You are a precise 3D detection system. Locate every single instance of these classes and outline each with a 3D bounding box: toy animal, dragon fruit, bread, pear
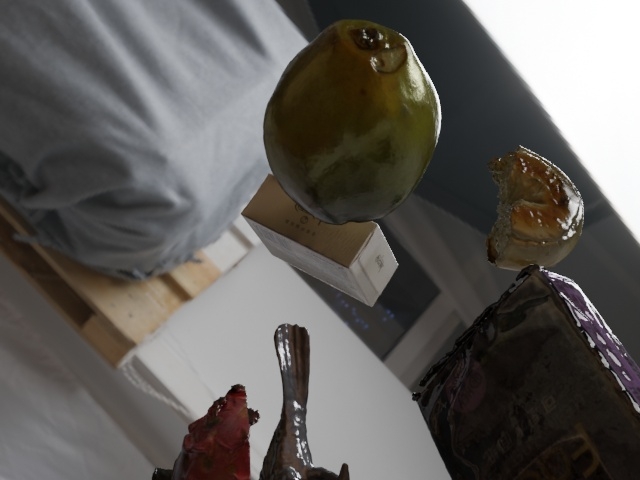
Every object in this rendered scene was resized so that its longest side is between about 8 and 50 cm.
[{"bbox_3d":[-0.032,0.306,1.080,0.206,0.081,0.367,16,-83,61],"label":"toy animal"},{"bbox_3d":[-0.165,0.329,1.314,0.274,0.126,0.161,-97,-165,-51],"label":"dragon fruit"},{"bbox_3d":[0.461,-0.055,1.808,0.171,0.192,0.314,105,-8,-49],"label":"bread"},{"bbox_3d":[0.046,-0.172,1.281,0.269,0.269,0.321,-43,144,-44],"label":"pear"}]

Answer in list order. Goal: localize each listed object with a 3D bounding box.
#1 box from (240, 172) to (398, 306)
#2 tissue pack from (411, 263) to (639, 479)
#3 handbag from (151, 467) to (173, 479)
[{"bbox_3d":[0.000,0.000,1.619,0.111,0.260,0.194,-59,154,-14],"label":"box"},{"bbox_3d":[0.270,0.242,0.931,0.122,0.361,0.259,14,126,-34],"label":"tissue pack"},{"bbox_3d":[-0.211,0.527,1.459,0.175,0.270,0.088,-2,179,2],"label":"handbag"}]
